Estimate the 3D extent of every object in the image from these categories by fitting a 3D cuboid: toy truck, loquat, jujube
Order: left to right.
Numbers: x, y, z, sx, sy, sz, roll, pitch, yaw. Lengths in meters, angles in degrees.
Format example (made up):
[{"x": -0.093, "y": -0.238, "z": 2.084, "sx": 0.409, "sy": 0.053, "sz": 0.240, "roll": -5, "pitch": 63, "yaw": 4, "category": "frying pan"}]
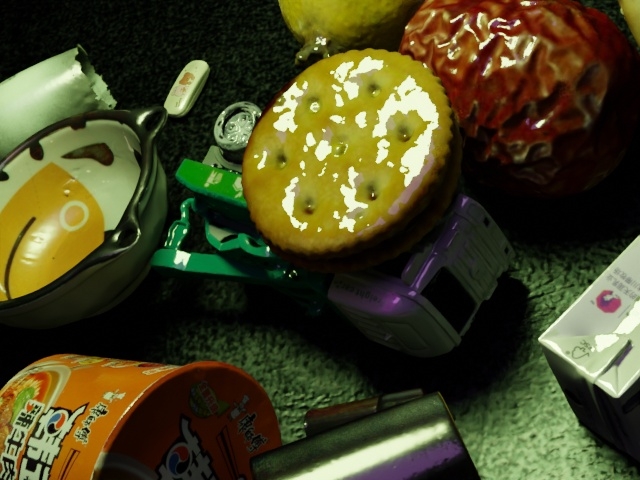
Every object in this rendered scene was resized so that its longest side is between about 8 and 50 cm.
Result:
[{"x": 0.005, "y": -0.006, "z": 1.442, "sx": 0.363, "sy": 0.176, "sz": 0.178, "roll": 15, "pitch": 72, "yaw": 33, "category": "toy truck"}, {"x": 0.043, "y": -0.277, "z": 1.595, "sx": 0.213, "sy": 0.213, "sz": 0.246, "roll": 17, "pitch": 61, "yaw": 33, "category": "loquat"}, {"x": 0.194, "y": -0.151, "z": 1.425, "sx": 0.232, "sy": 0.213, "sz": 0.213, "roll": 23, "pitch": 68, "yaw": 34, "category": "jujube"}]

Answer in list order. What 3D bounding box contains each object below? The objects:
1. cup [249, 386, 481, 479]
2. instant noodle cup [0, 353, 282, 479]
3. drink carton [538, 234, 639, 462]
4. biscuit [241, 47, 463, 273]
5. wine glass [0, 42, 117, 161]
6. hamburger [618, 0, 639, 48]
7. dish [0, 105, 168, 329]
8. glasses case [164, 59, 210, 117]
[{"x": 0.039, "y": 0.202, "z": 1.268, "sx": 0.177, "sy": 0.166, "sz": 0.239, "roll": -25, "pitch": 51, "yaw": 1, "category": "cup"}, {"x": -0.184, "y": 0.218, "z": 1.318, "sx": 0.192, "sy": 0.250, "sz": 0.250, "roll": 9, "pitch": 60, "yaw": 39, "category": "instant noodle cup"}, {"x": 0.309, "y": 0.070, "z": 1.261, "sx": 0.222, "sy": 0.134, "sz": 0.102, "roll": -43, "pitch": 51, "yaw": -10, "category": "drink carton"}, {"x": 0.025, "y": -0.074, "z": 1.324, "sx": 0.220, "sy": 0.066, "sz": 0.220, "roll": -11, "pitch": 60, "yaw": 20, "category": "biscuit"}, {"x": -0.352, "y": -0.144, "z": 1.730, "sx": 0.204, "sy": 0.111, "sz": 0.111, "roll": -30, "pitch": 49, "yaw": 4, "category": "wine glass"}, {"x": 0.378, "y": -0.273, "z": 1.422, "sx": 0.146, "sy": 0.243, "sz": 0.286, "roll": -18, "pitch": 89, "yaw": 34, "category": "hamburger"}, {"x": -0.264, "y": -0.006, "z": 1.569, "sx": 0.303, "sy": 0.120, "sz": 0.303, "roll": -20, "pitch": 44, "yaw": 20, "category": "dish"}, {"x": -0.161, "y": -0.182, "z": 1.731, "sx": 0.032, "sy": 0.021, "sz": 0.083, "roll": 11, "pitch": 61, "yaw": 29, "category": "glasses case"}]
